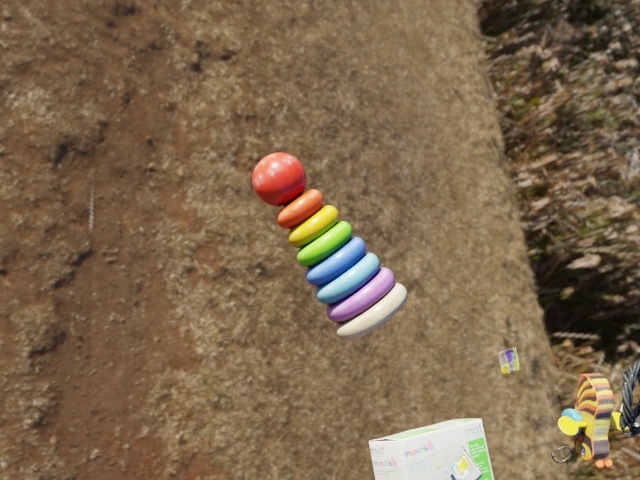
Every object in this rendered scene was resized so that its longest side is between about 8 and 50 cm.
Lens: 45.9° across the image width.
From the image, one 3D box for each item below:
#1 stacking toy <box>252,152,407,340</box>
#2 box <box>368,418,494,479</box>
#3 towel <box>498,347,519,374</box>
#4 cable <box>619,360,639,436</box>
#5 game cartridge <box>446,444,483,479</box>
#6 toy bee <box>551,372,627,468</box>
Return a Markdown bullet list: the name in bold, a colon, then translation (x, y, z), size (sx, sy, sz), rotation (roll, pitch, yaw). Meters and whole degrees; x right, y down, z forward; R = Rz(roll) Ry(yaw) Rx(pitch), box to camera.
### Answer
- **stacking toy**: translation (0.000, 0.000, 1.261), size (0.330, 0.141, 0.141), rotation (55, 34, -4)
- **box**: translation (0.264, 0.550, 1.750), size (0.261, 0.126, 0.231), rotation (-3, 79, -34)
- **towel**: translation (0.468, 0.301, 1.881), size (0.009, 0.083, 0.060), rotation (-3, 74, -16)
- **cable**: translation (0.719, 0.350, 1.731), size (0.184, 0.047, 0.151), rotation (-29, 109, -45)
- **game cartridge**: translation (0.311, 0.495, 1.648), size (0.017, 0.056, 0.083), rotation (22, 22, -42)
- **toy bee**: translation (0.719, 0.505, 1.975), size (0.162, 0.195, 0.298), rotation (-122, -166, -59)
